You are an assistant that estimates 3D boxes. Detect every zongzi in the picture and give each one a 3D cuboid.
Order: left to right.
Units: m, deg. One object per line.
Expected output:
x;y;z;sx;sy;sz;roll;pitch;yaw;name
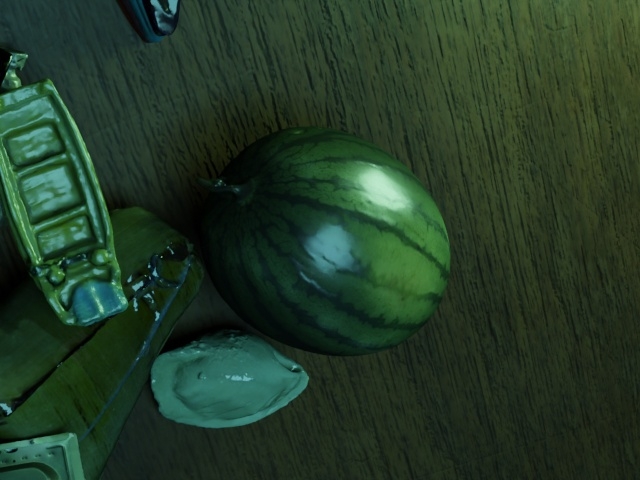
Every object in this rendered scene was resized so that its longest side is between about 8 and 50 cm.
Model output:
-0.269;0.171;1.857;0.356;0.174;0.393;-44;142;-21;zongzi

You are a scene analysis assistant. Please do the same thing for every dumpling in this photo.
-0.126;0.178;1.973;0.219;0.152;0.108;16;58;-24;dumpling

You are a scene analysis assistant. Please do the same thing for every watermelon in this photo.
0.000;0.000;1.857;0.359;0.279;0.279;31;92;-42;watermelon

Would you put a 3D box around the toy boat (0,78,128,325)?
-0.302;-0.040;1.679;0.111;0.084;0.276;-22;99;-18;toy boat

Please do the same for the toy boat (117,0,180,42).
-0.208;-0.412;1.700;0.136;0.079;0.392;-15;113;-23;toy boat

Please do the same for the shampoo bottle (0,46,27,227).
-0.375;-0.122;1.722;0.063;0.057;0.208;7;103;-15;shampoo bottle

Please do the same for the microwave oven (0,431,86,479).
-0.450;0.427;1.683;0.394;0.247;0.333;-9;145;-14;microwave oven

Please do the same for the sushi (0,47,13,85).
-0.471;-0.156;1.552;0.227;0.212;0.215;29;90;-30;sushi
